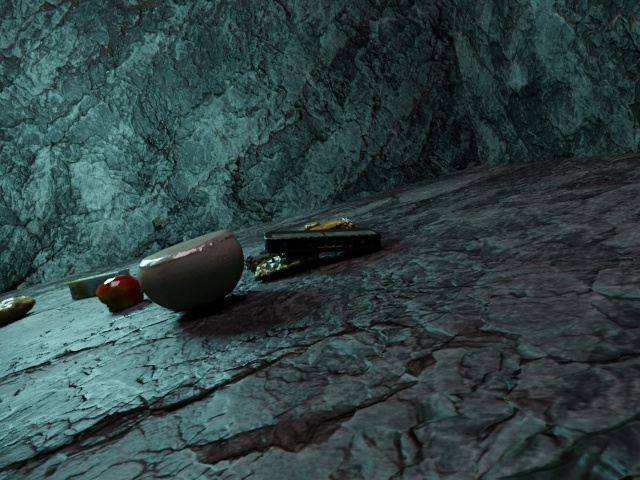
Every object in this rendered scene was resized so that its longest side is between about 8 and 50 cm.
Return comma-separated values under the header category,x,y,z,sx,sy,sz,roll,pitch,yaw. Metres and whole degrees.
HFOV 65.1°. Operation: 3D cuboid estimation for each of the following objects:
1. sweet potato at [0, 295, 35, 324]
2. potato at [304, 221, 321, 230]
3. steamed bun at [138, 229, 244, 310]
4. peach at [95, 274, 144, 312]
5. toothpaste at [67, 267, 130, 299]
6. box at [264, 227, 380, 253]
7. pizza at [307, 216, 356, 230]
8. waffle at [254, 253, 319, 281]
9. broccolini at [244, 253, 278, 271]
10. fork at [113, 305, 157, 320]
category,x,y,z,sx,sy,sz,roll,pitch,yaw
sweet potato,-1.274,0.280,2.080,0.097,0.097,0.251,-14,9,7
potato,-0.038,-0.067,2.424,0.083,0.040,0.051,-9,31,4
steamed bun,-0.332,0.092,1.341,0.283,0.177,0.283,-18,9,3
peach,-0.668,0.174,1.684,0.118,0.151,0.151,-59,7,4
toothpaste,-0.946,0.188,2.152,0.313,0.089,0.071,-12,3,25
box,0.000,0.000,1.559,0.350,0.058,0.211,-1,7,-6
pizza,0.031,-0.019,1.799,0.229,0.081,0.289,-17,6,31
waffle,-0.105,0.067,1.555,0.204,0.054,0.223,-15,7,0
broccolini,-0.196,0.073,1.762,0.067,0.058,0.216,25,13,16
fork,-0.508,0.198,1.503,0.235,0.021,0.039,-16,5,-10
